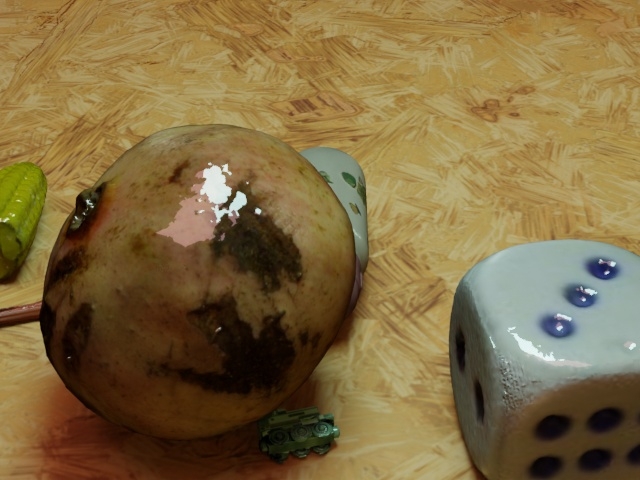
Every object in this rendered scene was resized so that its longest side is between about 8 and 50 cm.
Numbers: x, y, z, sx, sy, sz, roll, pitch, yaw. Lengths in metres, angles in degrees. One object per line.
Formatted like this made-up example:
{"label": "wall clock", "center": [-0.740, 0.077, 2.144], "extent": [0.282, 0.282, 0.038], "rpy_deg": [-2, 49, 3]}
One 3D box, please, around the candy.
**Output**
{"label": "candy", "center": [-0.408, -0.042, 1.174], "extent": [0.094, 0.106, 0.198], "rpy_deg": [14, 32, -9]}

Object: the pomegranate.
{"label": "pomegranate", "center": [-0.123, 0.039, 0.891], "extent": [0.322, 0.322, 0.322], "rpy_deg": [-1, 38, 1]}

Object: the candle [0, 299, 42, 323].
{"label": "candle", "center": [-0.356, 0.087, 1.071], "extent": [0.168, 0.021, 0.026], "rpy_deg": [-11, 59, -14]}

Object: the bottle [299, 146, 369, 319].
{"label": "bottle", "center": [0.000, 0.000, 1.096], "extent": [0.121, 0.120, 0.253], "rpy_deg": [0, 40, 2]}

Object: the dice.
{"label": "dice", "center": [0.235, 0.124, 0.871], "extent": [0.193, 0.194, 0.191], "rpy_deg": [-3, 39, -5]}

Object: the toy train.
{"label": "toy train", "center": [-0.024, 0.193, 0.916], "extent": [0.083, 0.033, 0.053], "rpy_deg": [-10, 35, -11]}
